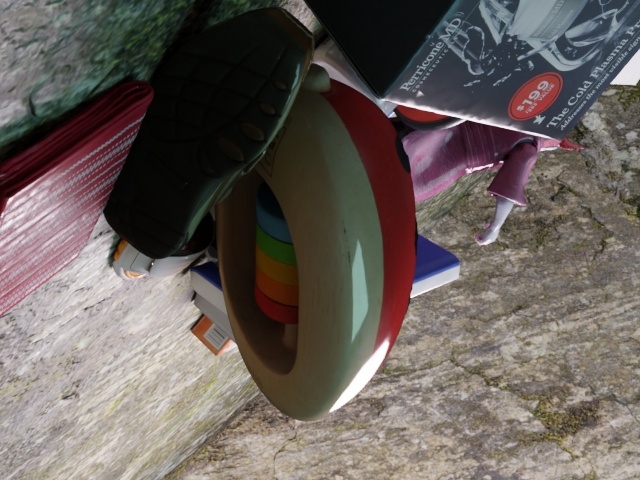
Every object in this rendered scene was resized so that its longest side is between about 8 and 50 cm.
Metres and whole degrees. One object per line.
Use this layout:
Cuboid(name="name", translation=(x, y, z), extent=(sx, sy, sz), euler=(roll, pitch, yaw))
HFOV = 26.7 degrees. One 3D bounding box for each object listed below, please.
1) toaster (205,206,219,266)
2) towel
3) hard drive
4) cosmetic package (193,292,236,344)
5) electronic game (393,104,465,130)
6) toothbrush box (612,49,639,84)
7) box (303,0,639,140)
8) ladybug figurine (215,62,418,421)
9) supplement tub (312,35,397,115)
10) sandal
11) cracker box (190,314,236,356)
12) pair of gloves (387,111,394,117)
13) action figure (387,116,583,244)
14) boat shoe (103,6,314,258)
Cuboid(name="toaster", translation=(-0.054, -0.007, 1.760), extent=(0.186, 0.168, 0.110), euler=(-36, 168, -44))
Cuboid(name="towel", translation=(-0.255, -0.021, 1.230), extent=(0.199, 0.031, 0.275), euler=(-42, 171, -41))
Cuboid(name="hard drive", translation=(0.008, 0.046, 1.896), extent=(0.319, 0.210, 0.040), euler=(-20, 125, -33))
Cuboid(name="cosmetic package", translation=(-0.066, 0.047, 2.042), extent=(0.238, 0.127, 0.107), euler=(-41, 169, -24))
Cuboid(name="electronic game", translation=(0.182, -0.246, 1.786), extent=(0.229, 0.229, 0.048), euler=(-49, 128, 8))
Cuboid(name="toothbrush box", translation=(0.414, -0.390, 1.925), extent=(0.206, 0.122, 0.283), euler=(97, -7, -74))
Cuboid(name="box", translation=(0.213, -0.298, 1.367), extent=(0.313, 0.179, 0.343), euler=(7, 130, -44))
Cuboid(name="ladybug figurine", translation=(0.000, 0.000, 1.493), extent=(0.162, 0.305, 0.449), euler=(-17, 135, -24))
Cuboid(name="supplement tub", translation=(0.092, -0.242, 1.587), extent=(0.190, 0.117, 0.117), euler=(-46, 170, -9))
Cuboid(name="sandal", translation=(-0.160, -0.017, 1.514), extent=(0.102, 0.076, 0.265), euler=(-40, 168, -37))
Cuboid(name="cracker box", translation=(-0.103, 0.097, 2.251), extent=(0.155, 0.067, 0.232), euler=(-50, 171, 20))
Cuboid(name="pair of gloves", translation=(0.171, -0.227, 2.086), extent=(0.159, 0.023, 0.198), euler=(-21, 179, 30))
Cuboid(name="action figure", translation=(0.211, -0.159, 1.992), extent=(0.370, 0.248, 0.275), euler=(-12, 140, -5))
Cuboid(name="boat shoe", translation=(-0.104, -0.113, 1.303), extent=(0.324, 0.122, 0.120), euler=(-45, 180, 43))
